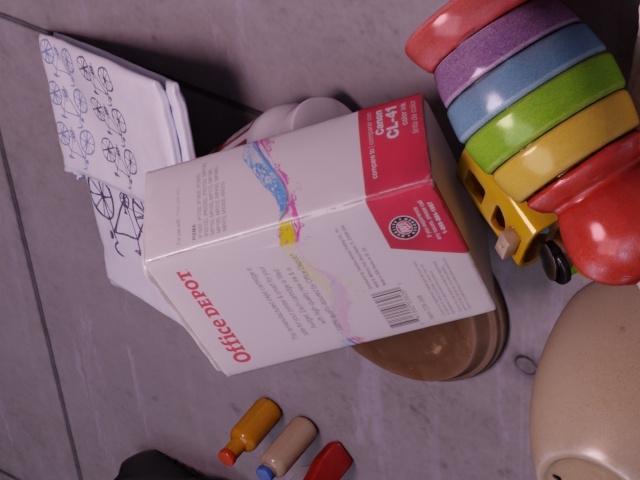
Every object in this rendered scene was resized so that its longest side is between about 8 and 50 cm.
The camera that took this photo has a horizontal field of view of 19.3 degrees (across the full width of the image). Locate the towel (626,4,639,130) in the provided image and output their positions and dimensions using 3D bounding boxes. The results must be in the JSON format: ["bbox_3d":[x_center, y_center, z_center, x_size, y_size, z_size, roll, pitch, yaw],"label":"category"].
[{"bbox_3d":[0.387,-0.031,1.646,0.332,0.053,0.317,42,153,29],"label":"towel"}]

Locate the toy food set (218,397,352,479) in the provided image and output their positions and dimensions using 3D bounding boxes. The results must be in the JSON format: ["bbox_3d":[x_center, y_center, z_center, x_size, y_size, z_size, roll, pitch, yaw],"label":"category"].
[{"bbox_3d":[-0.022,0.320,2.435,0.111,0.104,0.232,-12,118,49],"label":"toy food set"}]

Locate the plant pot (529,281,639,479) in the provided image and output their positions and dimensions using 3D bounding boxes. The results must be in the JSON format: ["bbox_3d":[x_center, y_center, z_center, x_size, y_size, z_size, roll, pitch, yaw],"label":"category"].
[{"bbox_3d":[0.324,0.203,1.912,0.284,0.191,0.284,25,141,22],"label":"plant pot"}]

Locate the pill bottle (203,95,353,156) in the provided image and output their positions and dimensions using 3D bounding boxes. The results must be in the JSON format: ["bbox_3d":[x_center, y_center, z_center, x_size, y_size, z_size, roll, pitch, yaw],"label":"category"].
[{"bbox_3d":[-0.045,-0.075,2.038,0.121,0.121,0.216,49,144,-8],"label":"pill bottle"}]

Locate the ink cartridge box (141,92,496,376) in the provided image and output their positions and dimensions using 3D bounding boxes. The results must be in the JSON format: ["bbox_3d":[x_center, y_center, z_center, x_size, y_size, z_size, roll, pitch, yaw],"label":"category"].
[{"bbox_3d":[0.000,0.000,1.911,0.306,0.131,0.226,-13,140,14],"label":"ink cartridge box"}]

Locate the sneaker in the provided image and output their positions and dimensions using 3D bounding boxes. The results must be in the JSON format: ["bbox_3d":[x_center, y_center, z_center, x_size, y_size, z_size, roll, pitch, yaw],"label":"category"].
[{"bbox_3d":[-0.188,0.345,2.658,0.222,0.118,0.083,5,116,4],"label":"sneaker"}]

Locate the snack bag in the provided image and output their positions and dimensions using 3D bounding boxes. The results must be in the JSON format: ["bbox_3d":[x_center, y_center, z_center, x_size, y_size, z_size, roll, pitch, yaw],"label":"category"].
[{"bbox_3d":[-0.214,-0.055,2.158,0.323,0.037,0.342,26,133,53],"label":"snack bag"}]

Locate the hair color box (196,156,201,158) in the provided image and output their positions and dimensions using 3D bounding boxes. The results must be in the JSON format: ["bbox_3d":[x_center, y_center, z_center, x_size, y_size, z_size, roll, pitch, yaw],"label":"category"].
[{"bbox_3d":[-0.189,-0.061,2.256,0.141,0.043,0.072,4,129,43],"label":"hair color box"}]

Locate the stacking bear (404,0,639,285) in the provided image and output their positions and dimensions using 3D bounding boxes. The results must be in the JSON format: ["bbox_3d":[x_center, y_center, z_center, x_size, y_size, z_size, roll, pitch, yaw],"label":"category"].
[{"bbox_3d":[0.216,-0.093,1.654,0.289,0.164,0.175,57,160,6],"label":"stacking bear"}]

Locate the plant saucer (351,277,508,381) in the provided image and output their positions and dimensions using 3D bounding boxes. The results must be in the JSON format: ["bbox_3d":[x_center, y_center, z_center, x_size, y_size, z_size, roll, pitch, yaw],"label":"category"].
[{"bbox_3d":[0.083,0.058,2.124,0.278,0.041,0.278,26,142,23],"label":"plant saucer"}]

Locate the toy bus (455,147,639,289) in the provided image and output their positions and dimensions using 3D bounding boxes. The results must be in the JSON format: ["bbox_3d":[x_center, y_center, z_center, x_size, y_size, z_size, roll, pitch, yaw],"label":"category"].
[{"bbox_3d":[0.214,-0.022,1.810,0.202,0.104,0.191,30,143,62],"label":"toy bus"}]
